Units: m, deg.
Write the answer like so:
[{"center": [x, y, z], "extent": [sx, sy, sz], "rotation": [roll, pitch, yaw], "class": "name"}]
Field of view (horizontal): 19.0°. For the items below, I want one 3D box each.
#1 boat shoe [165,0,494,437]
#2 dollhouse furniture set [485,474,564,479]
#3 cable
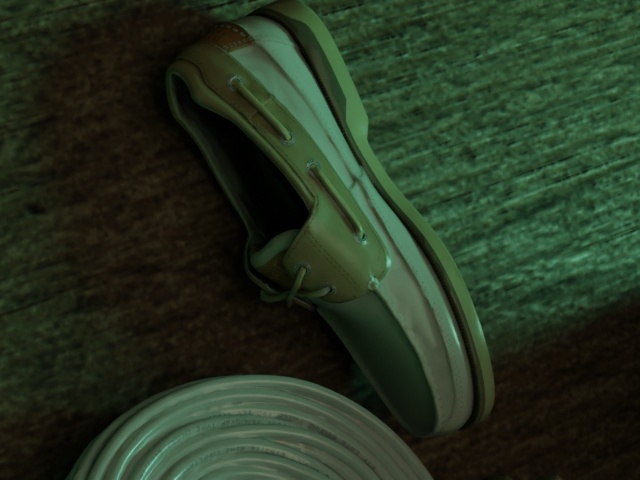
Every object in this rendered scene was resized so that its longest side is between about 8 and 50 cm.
[{"center": [0.000, 0.000, 1.218], "extent": [0.103, 0.113, 0.302], "rotation": [-27, 87, -33], "class": "boat shoe"}, {"center": [0.270, 0.315, 1.286], "extent": [0.374, 0.201, 0.152], "rotation": [39, 63, -24], "class": "dollhouse furniture set"}, {"center": [-0.037, 0.203, 1.117], "extent": [0.257, 0.089, 0.257], "rotation": [-10, 63, -30], "class": "cable"}]
